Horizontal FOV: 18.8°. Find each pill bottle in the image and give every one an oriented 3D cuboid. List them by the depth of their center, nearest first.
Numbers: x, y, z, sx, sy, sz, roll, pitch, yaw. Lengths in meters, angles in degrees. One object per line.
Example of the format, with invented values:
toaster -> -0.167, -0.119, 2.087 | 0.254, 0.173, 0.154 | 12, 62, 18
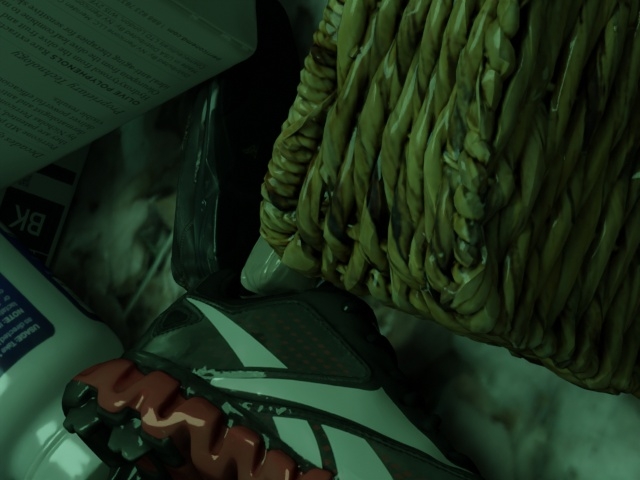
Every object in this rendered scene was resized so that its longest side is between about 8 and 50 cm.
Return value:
pill bottle -> -0.171, 0.068, 1.044 | 0.187, 0.112, 0.112 | 42, 107, 20

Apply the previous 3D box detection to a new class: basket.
basket -> 0.075, -0.111, 0.825 | 0.223, 0.213, 0.299 | 24, 92, 46

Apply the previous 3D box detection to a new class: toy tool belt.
toy tool belt -> 0.000, 0.000, 0.987 | 0.083, 0.051, 0.052 | -61, 27, -9

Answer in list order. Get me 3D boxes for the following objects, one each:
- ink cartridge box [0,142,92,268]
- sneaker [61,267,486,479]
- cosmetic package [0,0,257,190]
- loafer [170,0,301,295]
ink cartridge box -> -0.248, 0.039, 1.198 | 0.165, 0.065, 0.332 | 14, 86, 46
sneaker -> 0.016, 0.093, 0.884 | 0.276, 0.097, 0.135 | 24, 63, 31
cosmetic package -> -0.221, -0.137, 1.084 | 0.365, 0.155, 0.197 | -24, 53, 34
loafer -> -0.053, -0.053, 1.042 | 0.061, 0.062, 0.170 | -8, 68, 48
